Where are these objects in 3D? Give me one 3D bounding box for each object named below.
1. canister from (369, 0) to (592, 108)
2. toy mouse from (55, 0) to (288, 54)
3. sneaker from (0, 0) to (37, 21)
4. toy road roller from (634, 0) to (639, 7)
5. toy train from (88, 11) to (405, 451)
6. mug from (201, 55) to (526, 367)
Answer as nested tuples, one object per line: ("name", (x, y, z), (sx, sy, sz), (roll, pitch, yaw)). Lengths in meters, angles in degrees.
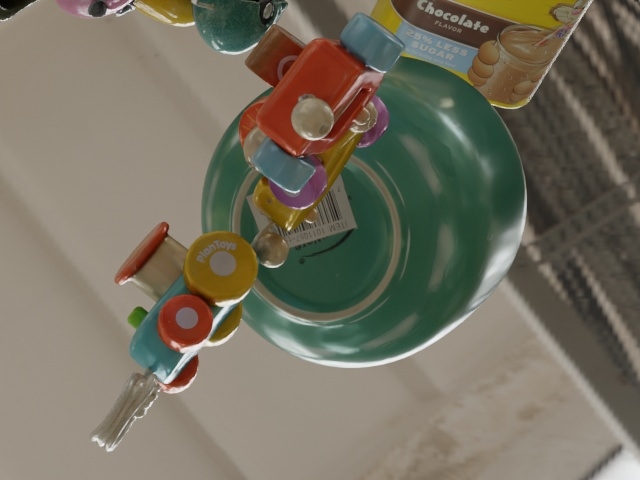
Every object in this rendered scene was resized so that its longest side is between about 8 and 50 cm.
("canister", (0.111, -0.167, 1.066), (0.126, 0.170, 0.073), (15, -132, -12))
("toy mouse", (-0.075, -0.114, 0.836), (0.161, 0.143, 0.031), (9, -77, -21))
("sneaker", (-0.108, -0.213, 1.121), (0.271, 0.100, 0.108), (-16, -110, 9))
("toy road roller", (0.310, -0.141, 1.061), (0.202, 0.240, 0.329), (-24, -98, 7))
("toy train", (-0.031, -0.013, 0.576), (0.046, 0.125, 0.166), (39, -73, 6))
("mug", (0.009, 0.000, 0.747), (0.129, 0.097, 0.158), (28, -72, 14))
